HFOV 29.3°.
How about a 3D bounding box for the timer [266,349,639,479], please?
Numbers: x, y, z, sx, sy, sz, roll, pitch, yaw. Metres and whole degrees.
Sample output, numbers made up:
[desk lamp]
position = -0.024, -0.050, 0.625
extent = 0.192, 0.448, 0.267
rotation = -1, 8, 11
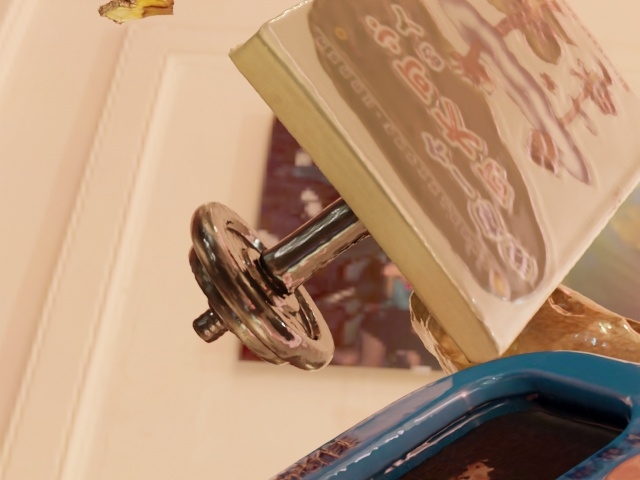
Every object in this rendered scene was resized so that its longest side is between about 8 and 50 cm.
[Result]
[timer]
position = 0.052, 0.175, 0.549
extent = 0.115, 0.340, 0.309
rotation = 65, -19, -14

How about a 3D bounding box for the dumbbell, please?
[dumbbell]
position = 0.000, 0.000, 1.123
extent = 0.192, 0.290, 0.192
rotation = 51, 8, -10

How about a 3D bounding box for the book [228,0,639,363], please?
[book]
position = 0.122, -0.104, 0.897
extent = 0.043, 0.260, 0.371
rotation = -36, -177, 42

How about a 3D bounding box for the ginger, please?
[ginger]
position = 0.198, 0.101, 0.941
extent = 0.190, 0.354, 0.126
rotation = 22, 91, -49

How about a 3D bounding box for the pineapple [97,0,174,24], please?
[pineapple]
position = -0.243, -0.318, 1.625
extent = 0.114, 0.114, 0.077
rotation = 25, -34, 57
